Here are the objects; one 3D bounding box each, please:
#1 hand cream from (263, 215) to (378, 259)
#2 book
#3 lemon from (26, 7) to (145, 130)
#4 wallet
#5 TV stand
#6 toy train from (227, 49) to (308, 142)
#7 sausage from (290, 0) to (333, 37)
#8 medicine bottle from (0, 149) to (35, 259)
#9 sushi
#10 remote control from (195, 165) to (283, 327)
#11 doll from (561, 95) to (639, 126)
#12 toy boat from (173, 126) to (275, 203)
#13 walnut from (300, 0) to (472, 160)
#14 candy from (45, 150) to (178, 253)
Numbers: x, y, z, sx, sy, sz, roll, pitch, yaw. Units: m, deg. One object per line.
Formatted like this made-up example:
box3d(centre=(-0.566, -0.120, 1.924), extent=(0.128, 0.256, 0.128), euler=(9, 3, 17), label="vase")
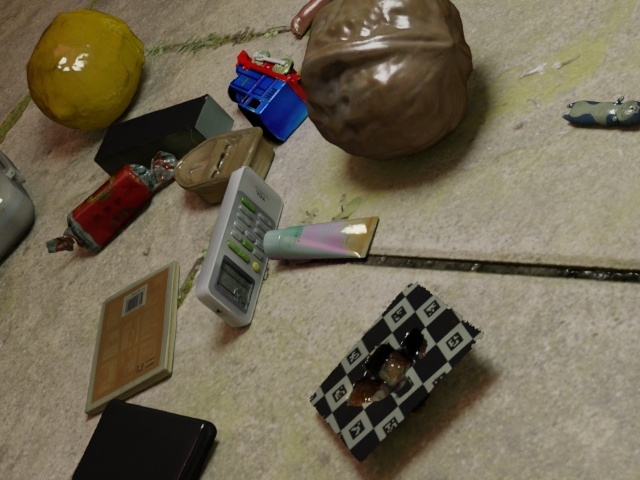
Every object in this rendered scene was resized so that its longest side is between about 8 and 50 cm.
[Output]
box3d(centre=(0.000, 0.000, 1.643), extent=(0.174, 0.047, 0.076), euler=(-4, 50, 31), label="hand cream")
box3d(centre=(-0.299, 0.153, 1.799), extent=(0.170, 0.018, 0.241), euler=(-29, 38, 22), label="book")
box3d(centre=(-0.484, -0.350, 2.310), extent=(0.234, 0.233, 0.288), euler=(-15, 42, 34), label="lemon")
box3d(centre=(-0.255, 0.305, 1.582), extent=(0.250, 0.044, 0.149), euler=(1, 59, 45), label="wallet")
box3d(centre=(-0.293, -0.187, 2.082), extent=(0.270, 0.083, 0.088), euler=(-12, 45, 35), label="TV stand")
box3d(centre=(-0.095, -0.259, 1.959), extent=(0.131, 0.083, 0.204), euler=(-50, 35, -5), label="toy train")
box3d(centre=(0.001, -0.441, 2.087), extent=(0.158, 0.036, 0.042), euler=(-46, 28, -1), label="sausage")
box3d(centre=(-0.741, -0.057, 2.356), extent=(0.282, 0.123, 0.375), euler=(-47, 35, -2), label="medicine bottle")
box3d(centre=(0.097, 0.166, 1.378), extent=(0.210, 0.040, 0.193), euler=(-48, 28, -1), label="sushi")
box3d(centre=(-0.120, 0.007, 1.698), extent=(0.034, 0.103, 0.250), euler=(-18, 42, 36), label="remote control")
box3d(centre=(0.367, -0.166, 1.455), extent=(0.125, 0.027, 0.037), euler=(9, 69, 49), label="doll")
box3d(centre=(-0.169, -0.122, 1.911), extent=(0.188, 0.061, 0.116), euler=(-8, 51, 40), label="toy boat")
box3d(centre=(0.099, -0.245, 1.628), extent=(0.273, 0.227, 0.273), euler=(-29, 38, 26), label="walnut")
box3d(centre=(-0.378, -0.062, 2.039), extent=(0.292, 0.086, 0.059), euler=(-41, 25, 5), label="candy")
